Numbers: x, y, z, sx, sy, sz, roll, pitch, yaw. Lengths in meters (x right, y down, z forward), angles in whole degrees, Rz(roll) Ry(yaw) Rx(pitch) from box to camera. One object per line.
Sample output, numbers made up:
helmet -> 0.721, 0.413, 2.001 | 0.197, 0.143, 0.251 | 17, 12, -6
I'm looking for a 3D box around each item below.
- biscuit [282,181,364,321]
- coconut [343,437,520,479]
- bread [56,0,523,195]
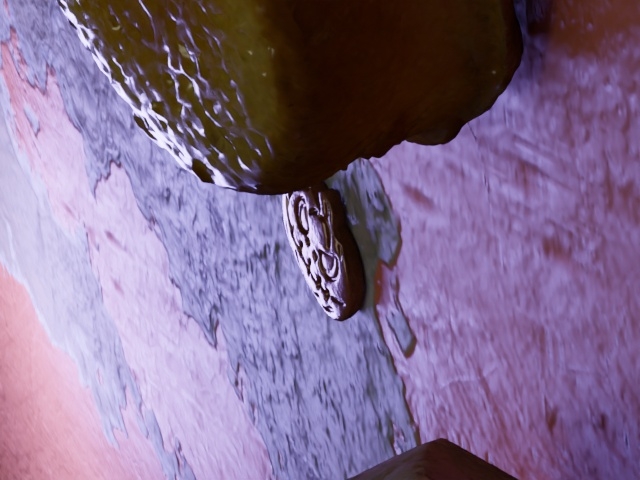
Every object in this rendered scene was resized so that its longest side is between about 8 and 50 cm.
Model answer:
biscuit -> 0.000, 0.000, 1.095 | 0.091, 0.015, 0.078 | 61, 156, 31
coconut -> 0.052, 0.209, 0.821 | 0.239, 0.244, 0.239 | -23, -90, -79
bread -> -0.032, -0.144, 0.842 | 0.268, 0.146, 0.268 | 43, 153, 28
